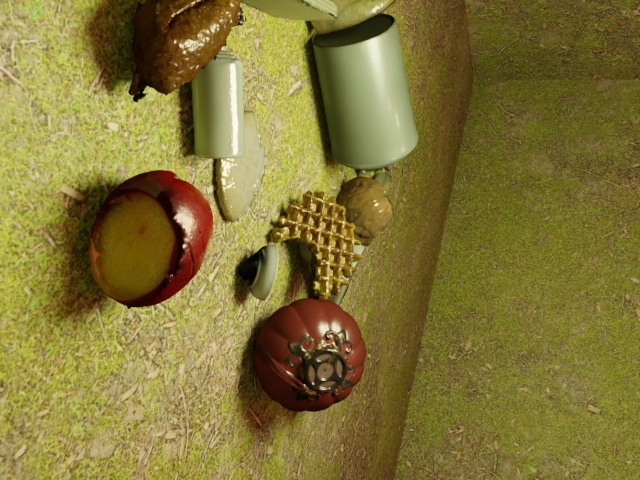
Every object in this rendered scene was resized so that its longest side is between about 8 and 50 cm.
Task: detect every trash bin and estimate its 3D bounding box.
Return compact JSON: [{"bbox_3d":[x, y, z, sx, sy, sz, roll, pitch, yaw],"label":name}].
[{"bbox_3d":[0.137,-0.423,1.664,0.280,0.280,0.432,-60,145,-43],"label":"trash bin"}]

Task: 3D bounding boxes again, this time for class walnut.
[{"bbox_3d":[0.133,-0.090,1.856,0.141,0.204,0.239,-20,110,-41],"label":"walnut"}]

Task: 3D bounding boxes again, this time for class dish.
[{"bbox_3d":[-0.162,0.070,1.347,0.141,0.077,0.141,-165,-90,-69],"label":"dish"}]

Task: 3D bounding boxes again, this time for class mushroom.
[{"bbox_3d":[0.210,-0.158,2.150,0.312,0.081,0.100,-65,145,-33],"label":"mushroom"},{"bbox_3d":[0.107,-0.721,1.532,0.292,0.217,0.212,-44,118,-44],"label":"mushroom"}]

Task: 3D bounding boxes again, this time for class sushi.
[{"bbox_3d":[-0.242,-0.362,0.954,0.287,0.149,0.140,-63,-176,-36],"label":"sushi"}]

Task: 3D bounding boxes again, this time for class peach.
[{"bbox_3d":[-0.278,-0.001,0.909,0.190,0.196,0.226,42,49,-23],"label":"peach"}]

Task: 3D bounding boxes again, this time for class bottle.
[{"bbox_3d":[-0.204,-0.290,1.103,0.104,0.104,0.246,-29,123,-63],"label":"bottle"}]

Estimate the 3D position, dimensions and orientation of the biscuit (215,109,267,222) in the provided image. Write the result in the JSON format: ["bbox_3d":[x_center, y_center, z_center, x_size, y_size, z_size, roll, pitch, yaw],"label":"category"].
[{"bbox_3d":[-0.179,-0.171,1.281,0.188,0.040,0.266,7,90,-65],"label":"biscuit"}]

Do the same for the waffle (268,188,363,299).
[{"bbox_3d":[0.000,0.000,1.558,0.260,0.069,0.293,-48,114,-35],"label":"waffle"}]

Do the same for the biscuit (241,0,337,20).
[{"bbox_3d":[-0.069,-0.558,1.287,0.252,0.150,0.052,-20,116,-64],"label":"biscuit"}]

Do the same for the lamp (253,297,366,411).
[{"bbox_3d":[-0.027,0.303,1.465,0.257,0.302,0.304,-157,-111,-69],"label":"lamp"}]

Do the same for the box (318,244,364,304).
[{"bbox_3d":[0.053,0.140,1.761,0.259,0.071,0.168,106,10,-45],"label":"box"}]

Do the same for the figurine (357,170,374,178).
[{"bbox_3d":[0.182,-0.338,1.979,0.162,0.143,0.264,-44,153,-44],"label":"figurine"}]

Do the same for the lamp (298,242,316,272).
[{"bbox_3d":[0.019,-0.018,1.705,0.246,0.107,0.180,-48,143,-55],"label":"lamp"}]
